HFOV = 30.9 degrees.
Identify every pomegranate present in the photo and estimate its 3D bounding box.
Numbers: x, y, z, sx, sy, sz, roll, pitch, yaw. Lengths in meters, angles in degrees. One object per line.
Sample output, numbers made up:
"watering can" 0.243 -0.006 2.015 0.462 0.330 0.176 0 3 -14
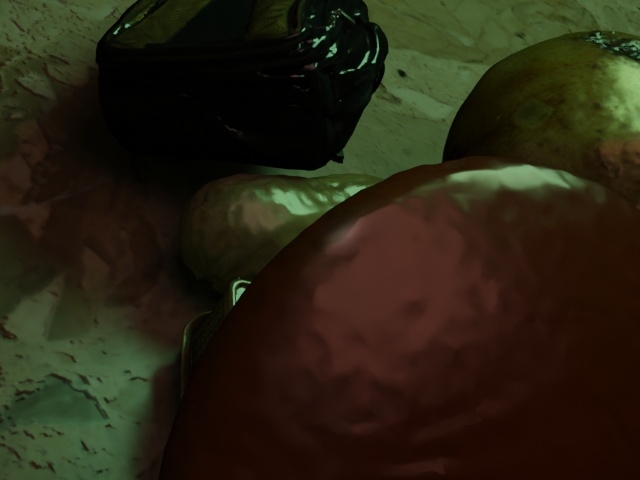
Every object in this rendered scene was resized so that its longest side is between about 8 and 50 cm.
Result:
"pomegranate" 0.216 -0.032 0.892 0.260 0.260 0.260 20 43 -20

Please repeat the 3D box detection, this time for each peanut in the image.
"peanut" 0.000 0.000 0.806 0.214 0.090 0.099 -5 61 -39

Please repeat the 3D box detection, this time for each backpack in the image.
"backpack" -0.051 -0.136 0.853 0.206 0.133 0.258 2 31 9

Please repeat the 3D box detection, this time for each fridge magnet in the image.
"fridge magnet" 0.080 0.139 0.593 0.363 0.155 0.364 -2 93 -29

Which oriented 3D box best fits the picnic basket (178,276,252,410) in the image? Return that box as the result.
"picnic basket" -0.004 0.102 0.713 0.164 0.079 0.115 16 44 -24
